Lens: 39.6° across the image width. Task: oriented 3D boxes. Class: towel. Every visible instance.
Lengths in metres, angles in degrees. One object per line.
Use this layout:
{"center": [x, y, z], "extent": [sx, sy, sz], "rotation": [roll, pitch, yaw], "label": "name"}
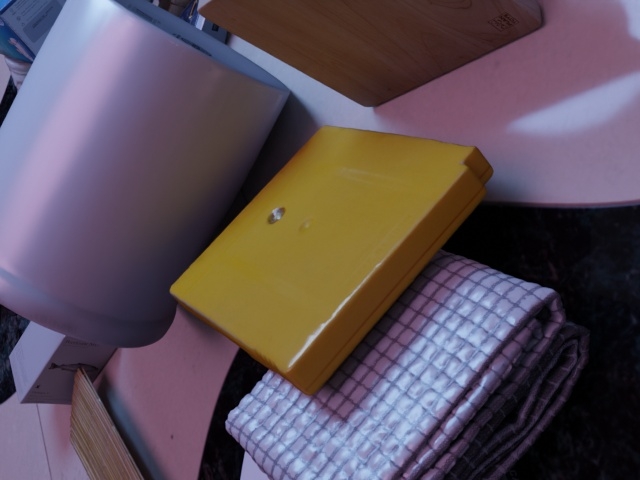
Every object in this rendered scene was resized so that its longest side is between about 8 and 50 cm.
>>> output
{"center": [0.080, 0.147, 0.829], "extent": [0.283, 0.121, 0.235], "rotation": [-49, 35, -11], "label": "towel"}

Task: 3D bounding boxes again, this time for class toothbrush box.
{"center": [-0.520, -0.439, 1.551], "extent": [0.296, 0.126, 0.216], "rotation": [23, 66, 41], "label": "toothbrush box"}

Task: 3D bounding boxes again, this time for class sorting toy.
{"center": [0.051, -0.269, 0.934], "extent": [0.256, 0.257, 0.089], "rotation": [-20, 58, 45], "label": "sorting toy"}

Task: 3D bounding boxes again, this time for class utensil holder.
{"center": [-0.261, -0.105, 1.187], "extent": [0.327, 0.328, 0.385], "rotation": [44, 107, 45], "label": "utensil holder"}

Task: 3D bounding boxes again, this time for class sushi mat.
{"center": [-0.325, 0.343, 1.364], "extent": [0.316, 0.019, 0.151], "rotation": [43, 130, 45], "label": "sushi mat"}

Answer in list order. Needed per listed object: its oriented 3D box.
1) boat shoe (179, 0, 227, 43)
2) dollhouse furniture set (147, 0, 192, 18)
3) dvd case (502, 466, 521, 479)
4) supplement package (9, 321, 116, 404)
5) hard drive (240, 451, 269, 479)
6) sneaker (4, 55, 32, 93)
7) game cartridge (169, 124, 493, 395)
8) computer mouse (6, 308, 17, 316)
{"center": [-0.168, -0.362, 1.346], "extent": [0.083, 0.065, 0.183], "rotation": [40, 112, 44], "label": "boat shoe"}
{"center": [-0.279, -0.398, 1.391], "extent": [0.129, 0.184, 0.128], "rotation": [40, 111, 46], "label": "dollhouse furniture set"}
{"center": [0.103, 0.272, 0.911], "extent": [0.239, 0.030, 0.179], "rotation": [-44, 51, 33], "label": "dvd case"}
{"center": [-0.427, 0.180, 1.479], "extent": [0.179, 0.105, 0.105], "rotation": [-52, 47, 28], "label": "supplement package"}
{"center": [0.032, 0.321, 0.923], "extent": [0.353, 0.047, 0.232], "rotation": [8, 88, 49], "label": "hard drive"}
{"center": [-0.518, -0.365, 1.711], "extent": [0.169, 0.108, 0.292], "rotation": [97, -174, -50], "label": "sneaker"}
{"center": [0.000, 0.000, 0.941], "extent": [0.285, 0.052, 0.324], "rotation": [-48, 29, -11], "label": "game cartridge"}
{"center": [-0.484, 0.024, 1.622], "extent": [0.184, 0.060, 0.261], "rotation": [1, 70, 53], "label": "computer mouse"}
